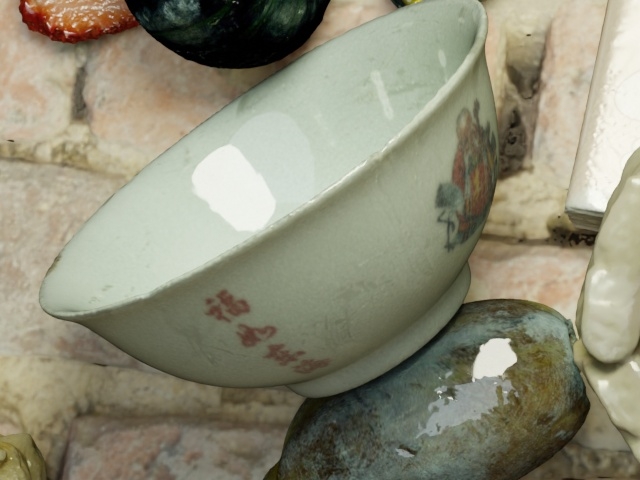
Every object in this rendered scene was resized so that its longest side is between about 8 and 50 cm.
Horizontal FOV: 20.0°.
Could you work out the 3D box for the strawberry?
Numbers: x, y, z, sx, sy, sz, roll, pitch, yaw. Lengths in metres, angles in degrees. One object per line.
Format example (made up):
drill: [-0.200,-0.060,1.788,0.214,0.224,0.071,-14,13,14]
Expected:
strawberry: [-0.220,-0.231,1.730,0.152,0.048,0.104,11,74,3]

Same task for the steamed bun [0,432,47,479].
steamed bun: [-0.341,0.261,1.622,0.177,0.106,0.192,-3,79,15]

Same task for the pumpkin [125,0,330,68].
pumpkin: [-0.083,-0.264,1.610,0.163,0.233,0.233,-19,73,35]

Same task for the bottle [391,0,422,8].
bottle: [0.177,-0.305,1.623,0.286,0.082,0.082,-43,72,2]

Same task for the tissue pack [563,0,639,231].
tissue pack: [0.324,-0.158,1.558,0.170,0.071,0.325,10,81,15]

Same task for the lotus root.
lotus root: [0.069,0.153,1.514,0.322,0.140,0.158,-26,49,11]

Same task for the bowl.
bowl: [0.000,0.000,1.495,0.435,0.435,0.196,-33,106,6]

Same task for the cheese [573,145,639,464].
cheese: [0.346,0.068,1.418,0.332,0.153,0.292,43,100,4]
